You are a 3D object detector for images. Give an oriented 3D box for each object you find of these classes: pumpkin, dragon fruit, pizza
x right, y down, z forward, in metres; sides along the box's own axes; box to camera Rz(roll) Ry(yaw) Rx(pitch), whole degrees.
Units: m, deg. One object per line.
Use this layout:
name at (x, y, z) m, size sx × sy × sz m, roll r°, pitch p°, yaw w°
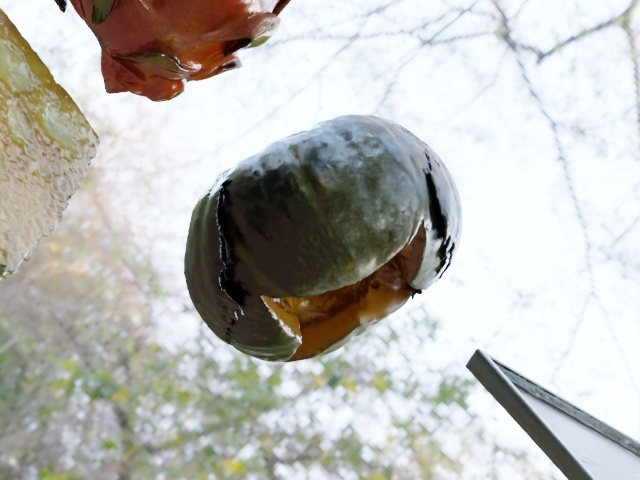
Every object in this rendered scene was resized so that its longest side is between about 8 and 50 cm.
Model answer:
pumpkin at (0.000, 0.000, 1.621) m, size 0.192 × 0.320 × 0.320 m, roll 61°, pitch -27°, yaw 24°
dragon fruit at (-0.127, -0.247, 1.394) m, size 0.224 × 0.224 × 0.227 m, roll 48°, pitch -42°, yaw 2°
pizza at (-0.303, -0.108, 1.164) m, size 0.087 × 0.258 × 0.268 m, roll -26°, pitch -70°, yaw 21°

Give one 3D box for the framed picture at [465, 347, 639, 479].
framed picture at (0.238, 0.177, 1.060) m, size 0.265 × 0.018 × 0.192 m, roll 31°, pitch 9°, yaw -27°
